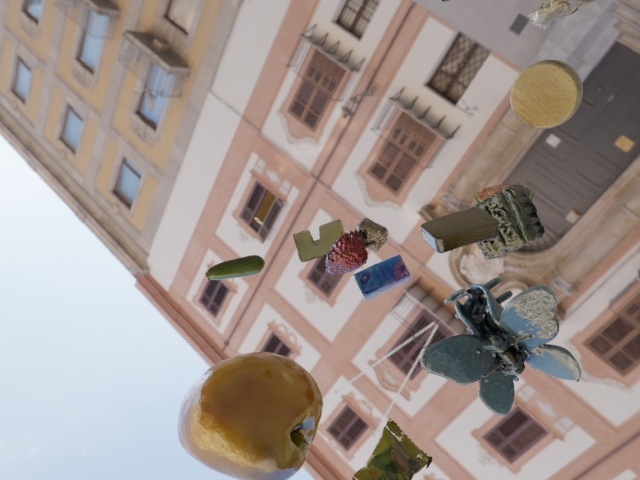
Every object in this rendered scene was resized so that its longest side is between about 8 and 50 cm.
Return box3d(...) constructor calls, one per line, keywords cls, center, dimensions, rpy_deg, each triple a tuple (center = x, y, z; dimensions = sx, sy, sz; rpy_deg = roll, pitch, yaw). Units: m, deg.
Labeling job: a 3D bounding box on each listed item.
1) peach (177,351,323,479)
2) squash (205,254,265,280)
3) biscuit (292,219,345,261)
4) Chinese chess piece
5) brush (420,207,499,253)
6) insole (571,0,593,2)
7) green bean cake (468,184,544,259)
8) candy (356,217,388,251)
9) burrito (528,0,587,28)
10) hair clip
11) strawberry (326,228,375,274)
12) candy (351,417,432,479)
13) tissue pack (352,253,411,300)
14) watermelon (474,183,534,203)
box3d(cls="peach", center=(-0.163, 0.389, 1.124), dimensions=(0.307, 0.289, 0.289), rpy_deg=(11, -158, 24))
box3d(cls="squash", center=(-0.274, 0.092, 1.601), dimensions=(0.201, 0.066, 0.066), rpy_deg=(-14, -131, -27))
box3d(cls="biscuit", center=(0.000, 0.000, 2.359), dimensions=(0.046, 0.249, 0.147), rpy_deg=(-93, -17, -79))
box3d(cls="Chinese chess piece", center=(0.841, -0.544, 1.852), dimensions=(0.250, 0.251, 0.097), rpy_deg=(41, -138, 17))
box3d(cls="brush", center=(0.400, -0.030, 1.431), dimensions=(0.197, 0.059, 0.123), rpy_deg=(-16, -152, -7))
box3d(cls="insole", center=(0.613, -0.642, 1.238), dimensions=(0.193, 0.065, 0.006), rpy_deg=(14, -167, -11))
box3d(cls="green bean cake", center=(0.731, -0.069, 1.978), dimensions=(0.132, 0.255, 0.241), rpy_deg=(-6, -108, -40))
box3d(cls="candy", center=(0.172, -0.019, 1.696), dimensions=(0.110, 0.095, 0.085), rpy_deg=(20, -145, 17))
box3d(cls="burrito", center=(0.978, -0.931, 1.848), dimensions=(0.117, 0.392, 0.076), rpy_deg=(40, -133, -21))
box3d(cls="hair clip", center=(0.516, 0.277, 1.409), dimensions=(0.318, 0.392, 0.238), rpy_deg=(47, -159, -12))
box3d(cls="strawberry", center=(0.079, 0.033, 1.593), dimensions=(0.085, 0.192, 0.141), rpy_deg=(26, -112, -41))
box3d(cls="candy", center=(0.210, 0.680, 1.456), dimensions=(0.187, 0.081, 0.297), rpy_deg=(43, -144, 12))
box3d(cls="tissue pack", center=(0.315, 0.192, 2.547), dimensions=(0.198, 0.263, 0.146), rpy_deg=(61, -177, -73))
box3d(cls="watermelon", center=(0.802, -0.152, 2.160), dimensions=(0.128, 0.231, 0.146), rpy_deg=(26, -117, -43))
